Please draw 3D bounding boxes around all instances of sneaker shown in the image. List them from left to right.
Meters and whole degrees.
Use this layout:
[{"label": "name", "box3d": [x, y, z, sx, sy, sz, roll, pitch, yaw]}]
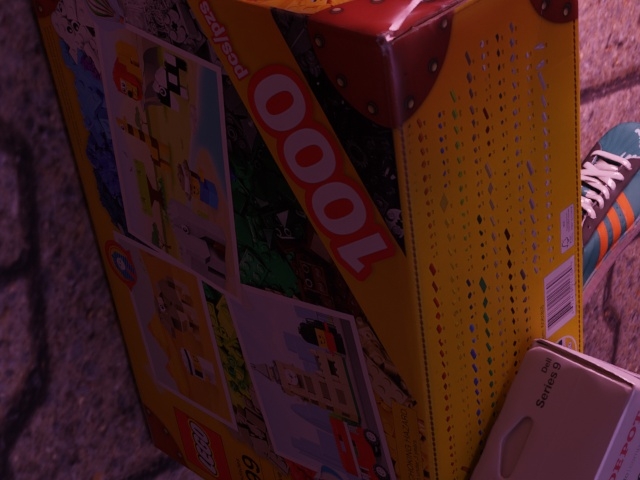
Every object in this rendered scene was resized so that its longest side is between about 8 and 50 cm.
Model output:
[{"label": "sneaker", "box3d": [0.334, -0.031, 1.506, 0.302, 0.108, 0.121, -60, 144, -7]}]

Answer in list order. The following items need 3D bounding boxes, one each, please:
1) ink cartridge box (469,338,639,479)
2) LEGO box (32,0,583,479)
[{"label": "ink cartridge box", "box3d": [0.211, 0.173, 0.891, 0.212, 0.093, 0.154, 22, 92, -49]}, {"label": "LEGO box", "box3d": [0.000, 0.000, 0.938, 0.193, 0.372, 0.500, -34, 129, -34]}]
